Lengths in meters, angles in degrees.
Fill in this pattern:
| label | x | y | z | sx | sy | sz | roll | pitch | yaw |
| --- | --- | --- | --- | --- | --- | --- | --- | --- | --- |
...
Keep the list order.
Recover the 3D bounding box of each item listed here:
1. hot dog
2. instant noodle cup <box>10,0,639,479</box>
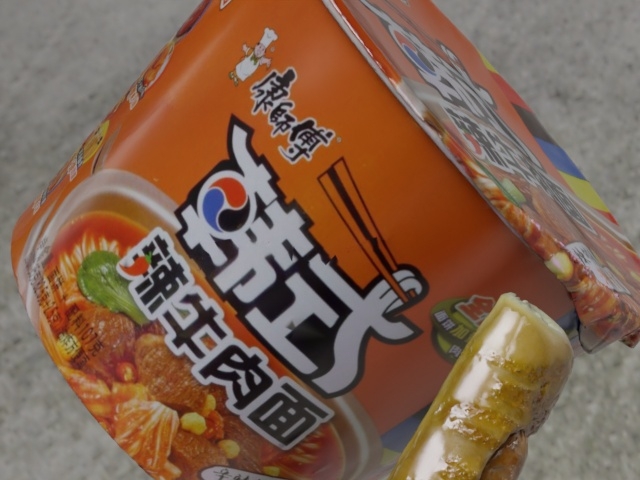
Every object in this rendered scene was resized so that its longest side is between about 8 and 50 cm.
| label | x | y | z | sx | sy | sz | roll | pitch | yaw |
| --- | --- | --- | --- | --- | --- | --- | --- | --- | --- |
| hot dog | 0.023 | 0.077 | 0.412 | 0.028 | 0.044 | 0.137 | 31 | 89 | 31 |
| instant noodle cup | 0.000 | 0.000 | 0.739 | 0.192 | 0.250 | 0.250 | -42 | 35 | 15 |
